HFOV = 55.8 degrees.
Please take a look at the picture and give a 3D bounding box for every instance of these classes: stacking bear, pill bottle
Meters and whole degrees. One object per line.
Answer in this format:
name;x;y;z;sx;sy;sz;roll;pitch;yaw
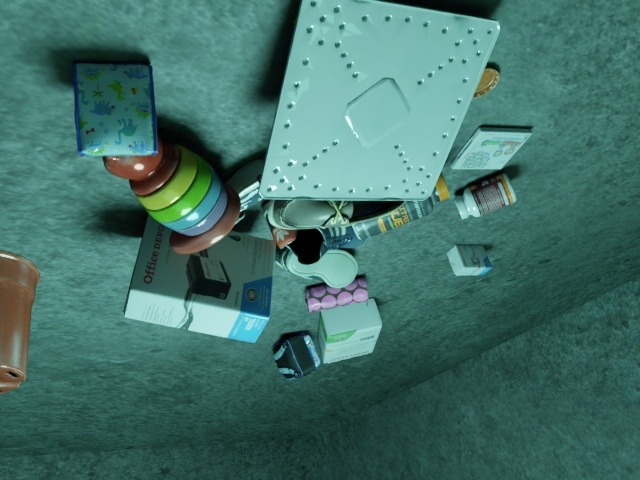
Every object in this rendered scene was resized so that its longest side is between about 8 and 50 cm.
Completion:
stacking bear;-0.300;-0.119;1.172;0.164;0.175;0.289;0;150;35
pill bottle;0.187;-0.102;1.478;0.245;0.130;0.130;-21;151;8
pill bottle;0.442;-0.116;1.632;0.152;0.086;0.086;-23;151;12

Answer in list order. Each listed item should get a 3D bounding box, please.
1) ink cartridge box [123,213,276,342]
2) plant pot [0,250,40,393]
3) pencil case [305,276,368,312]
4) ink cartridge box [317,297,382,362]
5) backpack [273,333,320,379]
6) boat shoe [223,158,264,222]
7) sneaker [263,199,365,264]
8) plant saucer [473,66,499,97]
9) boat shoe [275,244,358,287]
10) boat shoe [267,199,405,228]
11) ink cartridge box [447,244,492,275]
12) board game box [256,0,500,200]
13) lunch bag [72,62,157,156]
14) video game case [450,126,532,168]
ink cartridge box;-0.272;0.085;1.393;0.307;0.223;0.129;14;141;-16
plant pot;-0.780;0.200;1.371;0.272;0.265;0.272;-13;152;-7
pencil case;0.051;0.181;1.963;0.209;0.095;0.098;-8;175;-11
ink cartridge box;0.101;0.337;2.230;0.201;0.117;0.278;-11;151;-10
backpack;-0.100;0.441;2.281;0.116;0.158;0.173;-20;171;-33
boat shoe;-0.203;-0.089;1.343;0.254;0.095;0.079;-33;138;11
sneaker;0.000;0.000;1.543;0.350;0.148;0.131;15;139;-44
plant saucer;0.332;-0.332;1.265;0.083;0.013;0.083;-12;151;-7
boat shoe;-0.009;0.059;1.711;0.302;0.091;0.114;24;88;-49
boat shoe;0.044;-0.082;1.291;0.324;0.096;0.117;-13;116;-33
ink cartridge box;0.485;0.064;1.972;0.122;0.089;0.052;0;148;-27
board game box;0.097;-0.249;1.128;0.389;0.050;0.390;-2;129;-25
lunch bag;-0.339;-0.216;1.001;0.128;0.151;0.096;-4;-173;-19
video game case;0.421;-0.225;1.495;0.157;0.019;0.143;-3;149;-24
